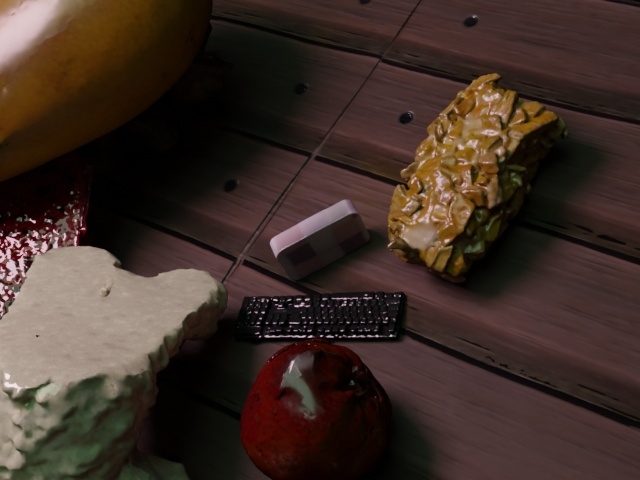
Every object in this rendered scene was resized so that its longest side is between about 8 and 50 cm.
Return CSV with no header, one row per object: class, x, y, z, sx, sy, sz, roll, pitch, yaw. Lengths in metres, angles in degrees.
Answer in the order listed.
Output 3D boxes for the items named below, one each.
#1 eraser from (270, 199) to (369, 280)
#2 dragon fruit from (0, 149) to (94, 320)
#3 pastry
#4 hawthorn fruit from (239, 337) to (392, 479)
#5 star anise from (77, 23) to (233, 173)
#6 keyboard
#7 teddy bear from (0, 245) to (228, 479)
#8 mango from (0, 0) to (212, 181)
eraser,0.000,0.000,1.225,0.105,0.065,0.026,-27,49,2
dragon fruit,-0.391,0.054,1.316,0.316,0.152,0.205,-23,67,-12
pastry,0.151,-0.065,1.182,0.154,0.102,0.250,25,69,36
hawthorn fruit,-0.014,0.179,1.068,0.172,0.148,0.148,-38,44,30
star anise,-0.273,-0.214,1.468,0.315,0.108,0.315,-7,60,12
keyboard,-0.004,0.083,1.198,0.195,0.018,0.060,-3,53,21
teddy bear,-0.269,0.243,1.127,0.327,0.362,0.375,13,23,7
mango,-0.327,-0.230,1.289,0.445,0.232,0.300,-45,54,-12
